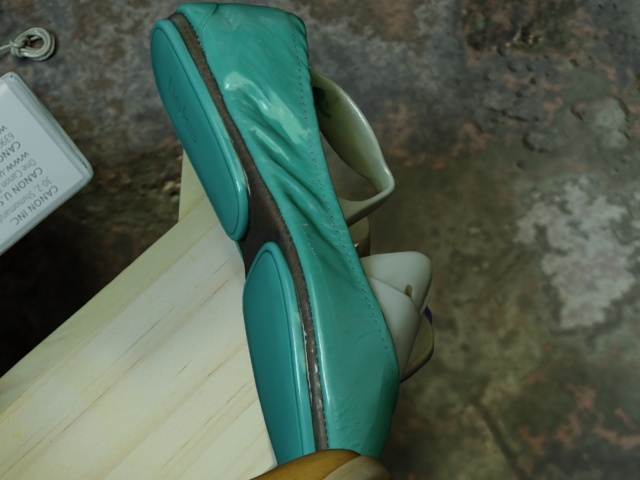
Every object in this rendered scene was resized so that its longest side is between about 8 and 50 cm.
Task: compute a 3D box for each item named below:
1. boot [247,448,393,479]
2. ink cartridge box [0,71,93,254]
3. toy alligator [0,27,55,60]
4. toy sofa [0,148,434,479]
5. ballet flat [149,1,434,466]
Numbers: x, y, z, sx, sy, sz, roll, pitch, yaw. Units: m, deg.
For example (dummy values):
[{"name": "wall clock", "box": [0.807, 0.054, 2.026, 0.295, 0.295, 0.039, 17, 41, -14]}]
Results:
[{"name": "boot", "box": [-0.139, 0.104, 0.430, 0.295, 0.104, 0.211, -42, 65, 9]}, {"name": "ink cartridge box", "box": [-0.263, 0.029, 0.632, 0.296, 0.261, 0.066, -41, 106, -9]}, {"name": "toy alligator", "box": [-0.261, -0.104, 0.767, 0.190, 0.051, 0.056, -25, 65, -6]}, {"name": "toy sofa", "box": [-0.118, 0.119, 0.592, 0.362, 0.150, 0.177, -43, 73, -14]}, {"name": "ballet flat", "box": [0.000, 0.000, 0.516, 0.087, 0.083, 0.247, -12, 69, -18]}]
